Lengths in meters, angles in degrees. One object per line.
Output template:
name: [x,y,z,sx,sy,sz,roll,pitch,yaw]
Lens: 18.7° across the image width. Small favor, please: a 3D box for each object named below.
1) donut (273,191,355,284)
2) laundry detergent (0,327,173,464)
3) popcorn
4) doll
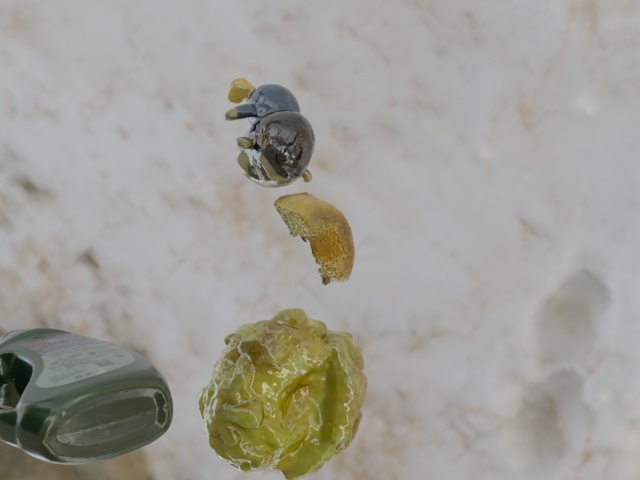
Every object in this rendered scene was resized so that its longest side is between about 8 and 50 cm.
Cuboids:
donut: [0.000,0.000,1.640,0.038,0.067,0.083,2,100,48]
laundry detergent: [-0.213,0.112,1.507,0.211,0.137,0.063,23,124,54]
popcorn: [-0.041,0.166,2.135,0.197,0.198,0.155,58,177,-22]
doll: [-0.051,-0.105,1.955,0.102,0.089,0.179,25,-164,-22]
